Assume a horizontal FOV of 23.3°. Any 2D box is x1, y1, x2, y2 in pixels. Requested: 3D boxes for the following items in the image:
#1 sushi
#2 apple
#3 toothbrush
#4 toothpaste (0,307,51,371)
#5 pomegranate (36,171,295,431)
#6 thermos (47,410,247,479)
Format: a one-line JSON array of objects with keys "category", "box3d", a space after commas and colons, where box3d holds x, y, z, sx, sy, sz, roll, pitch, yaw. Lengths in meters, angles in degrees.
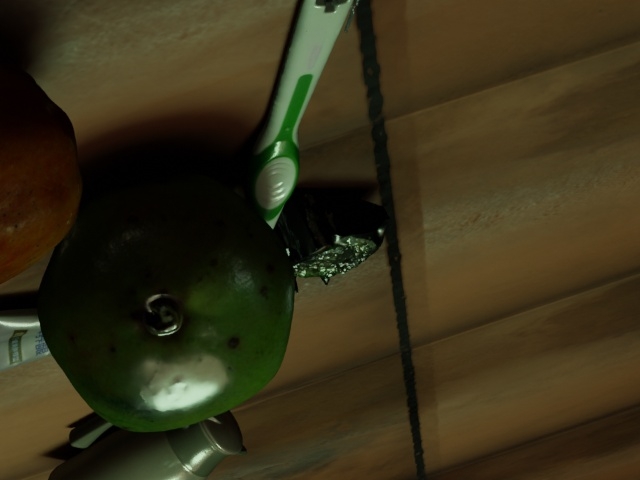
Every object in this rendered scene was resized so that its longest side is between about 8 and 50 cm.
[{"category": "sushi", "box3d": [0.000, 0.000, 1.239, 0.083, 0.056, 0.084, -10, 154, -36]}, {"category": "apple", "box3d": [-0.220, -0.036, 0.899, 0.158, 0.147, 0.156, -12, 134, -17]}, {"category": "toothbrush", "box3d": [-0.032, -0.053, 1.116, 0.042, 0.040, 0.418, -8, 153, -18]}, {"category": "toothpaste", "box3d": [-0.201, 0.076, 1.252, 0.301, 0.048, 0.075, -6, 167, -24]}, {"category": "pomegranate", "box3d": [-0.110, 0.042, 1.125, 0.187, 0.187, 0.225, -17, -178, -6]}, {"category": "thermos", "box3d": [-0.174, 0.213, 1.516, 0.193, 0.105, 0.137, -33, 121, 21]}]
